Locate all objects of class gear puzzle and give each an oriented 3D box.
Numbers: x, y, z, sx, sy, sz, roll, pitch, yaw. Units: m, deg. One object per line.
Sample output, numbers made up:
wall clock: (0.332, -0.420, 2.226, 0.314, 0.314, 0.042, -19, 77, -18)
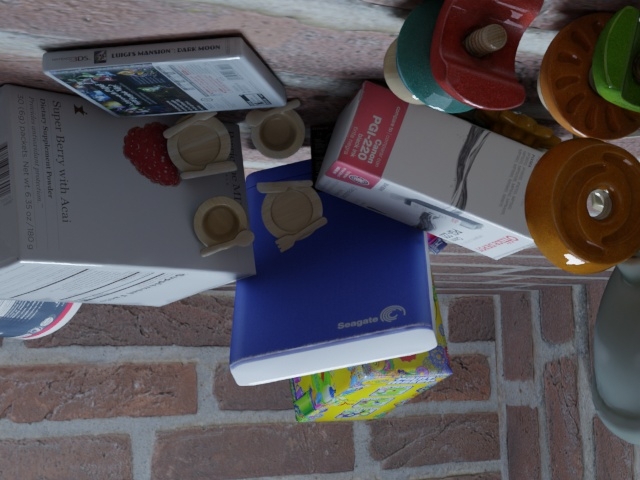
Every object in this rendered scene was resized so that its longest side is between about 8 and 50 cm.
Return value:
gear puzzle: (0.200, -0.084, 1.326, 0.175, 0.044, 0.339, 23, 173, 2)

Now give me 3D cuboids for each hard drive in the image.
hard drive: (0.013, 0.013, 1.341, 0.210, 0.318, 0.040, -12, 129, 10)

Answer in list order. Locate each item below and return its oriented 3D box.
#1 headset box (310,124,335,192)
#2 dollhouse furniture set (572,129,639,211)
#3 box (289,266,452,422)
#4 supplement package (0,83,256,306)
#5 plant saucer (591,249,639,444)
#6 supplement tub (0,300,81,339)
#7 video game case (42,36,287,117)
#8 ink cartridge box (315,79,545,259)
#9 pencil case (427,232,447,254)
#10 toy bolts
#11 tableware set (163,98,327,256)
headset box: (0.020, -0.094, 1.343, 0.062, 0.083, 0.032, -2, 140, -2)
dollhouse furniture set: (0.330, -0.084, 1.343, 0.081, 0.114, 0.091, -7, 170, 2)
box: (0.067, 0.145, 2.170, 0.177, 0.289, 0.279, 1, 157, -26)
supplement package: (-0.237, -0.036, 1.270, 0.175, 0.177, 0.293, -18, 164, 42)
plant saucer: (0.332, -0.024, 0.919, 0.100, 0.400, 0.400, 43, 164, -6)
supplement tub: (-0.424, 0.020, 1.483, 0.191, 0.191, 0.272, -5, 171, 24)
video game case: (-0.133, -0.144, 1.101, 0.173, 0.022, 0.190, -3, 174, 9)
ink cartridge box: (0.117, -0.065, 1.234, 0.218, 0.092, 0.158, 20, 171, -5)
pencil case: (0.072, -0.040, 1.546, 0.104, 0.104, 0.236, 2, -176, -30)
toy bolts: (0.152, -0.095, 0.941, 0.229, 0.218, 0.158, 20, 172, -18)
tableware set: (-0.075, -0.063, 1.242, 0.141, 0.168, 0.020, -15, -169, -5)
